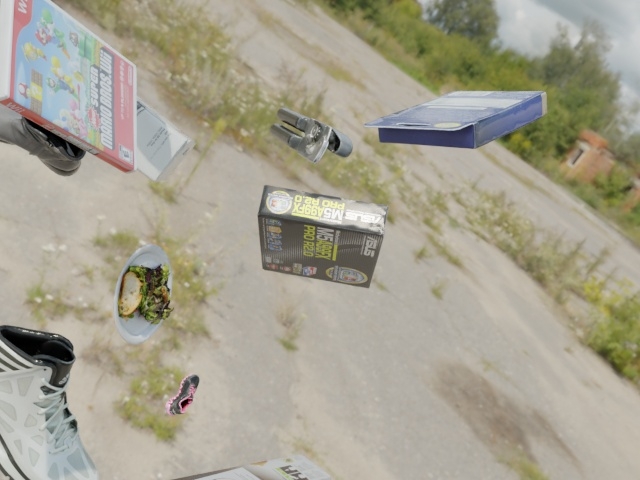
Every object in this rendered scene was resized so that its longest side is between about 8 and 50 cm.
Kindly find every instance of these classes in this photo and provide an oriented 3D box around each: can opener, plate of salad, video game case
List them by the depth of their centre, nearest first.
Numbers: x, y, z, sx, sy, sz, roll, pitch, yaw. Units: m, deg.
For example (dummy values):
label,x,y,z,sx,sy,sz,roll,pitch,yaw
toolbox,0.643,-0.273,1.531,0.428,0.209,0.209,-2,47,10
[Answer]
label,x,y,z,sx,sy,sz,roll,pitch,yaw
video game case,-0.377,-0.244,1.189,0.285,0.025,0.204,33,47,-60
plate of salad,-0.338,0.107,1.526,0.048,0.200,0.200,8,6,20
can opener,-0.019,-0.204,1.550,0.095,0.076,0.283,21,9,-23

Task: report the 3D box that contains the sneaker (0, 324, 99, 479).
label,x,y,z,sx,sy,sz,roll,pitch,yaw
sneaker,-0.595,0.374,1.685,0.448,0.257,0.169,52,24,-12

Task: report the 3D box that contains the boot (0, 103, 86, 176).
label,x,y,z,sx,sy,sz,roll,pitch,yaw
boot,-0.750,-0.300,1.981,0.338,0.118,0.222,28,-17,-13

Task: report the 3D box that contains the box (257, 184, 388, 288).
label,x,y,z,sx,sy,sz,roll,pitch,yaw
box,0.000,0.000,1.406,0.216,0.060,0.270,11,-22,2

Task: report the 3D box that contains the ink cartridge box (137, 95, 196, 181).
label,x,y,z,sx,sy,sz,roll,pitch,yaw
ink cartridge box,-0.427,-0.260,1.696,0.289,0.122,0.211,38,2,-6

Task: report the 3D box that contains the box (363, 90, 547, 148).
label,x,y,z,sx,sy,sz,roll,pitch,yaw
box,0.169,-0.150,0.965,0.136,0.037,0.225,10,24,40

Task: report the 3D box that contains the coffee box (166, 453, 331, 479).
label,x,y,z,sx,sy,sz,roll,pitch,yaw
coffee box,-0.116,0.433,1.211,0.246,0.141,0.098,1,11,-36

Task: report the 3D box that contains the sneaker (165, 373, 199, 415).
label,x,y,z,sx,sy,sz,roll,pitch,yaw
sneaker,-0.317,0.370,1.854,0.047,0.057,0.119,56,46,-28
